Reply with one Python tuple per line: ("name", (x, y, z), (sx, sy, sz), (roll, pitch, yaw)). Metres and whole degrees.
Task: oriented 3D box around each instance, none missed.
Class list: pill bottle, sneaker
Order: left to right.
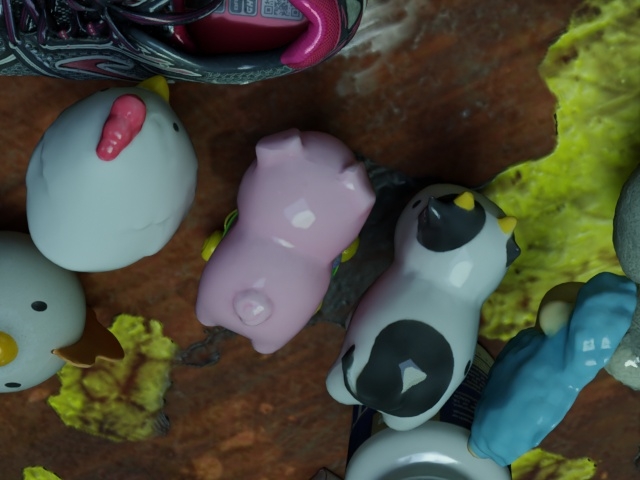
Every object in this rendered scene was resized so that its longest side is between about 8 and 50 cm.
("sneaker", (-0.123, -0.150, 0.662), (0.299, 0.112, 0.120), (-2, 116, 8))
("pill bottle", (0.073, 0.151, 0.750), (0.112, 0.186, 0.112), (2, 116, 5))

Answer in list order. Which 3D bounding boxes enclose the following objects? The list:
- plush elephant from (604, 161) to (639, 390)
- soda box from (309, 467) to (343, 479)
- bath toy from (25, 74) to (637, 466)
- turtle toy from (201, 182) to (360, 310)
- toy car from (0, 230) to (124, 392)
("plush elephant", (0.301, -0.007, 0.599), (0.272, 0.255, 0.330), (2, 115, 11))
("soda box", (-0.032, 0.270, 0.893), (0.063, 0.058, 0.183), (36, 115, -12))
("bath toy", (0.000, 0.000, 0.646), (0.348, 0.151, 0.129), (24, 149, -5))
("turtle toy", (-0.020, -0.002, 0.748), (0.095, 0.066, 0.130), (30, 104, -9))
("toy car", (-0.244, 0.049, 0.739), (0.238, 0.210, 0.219), (15, 106, -15))
